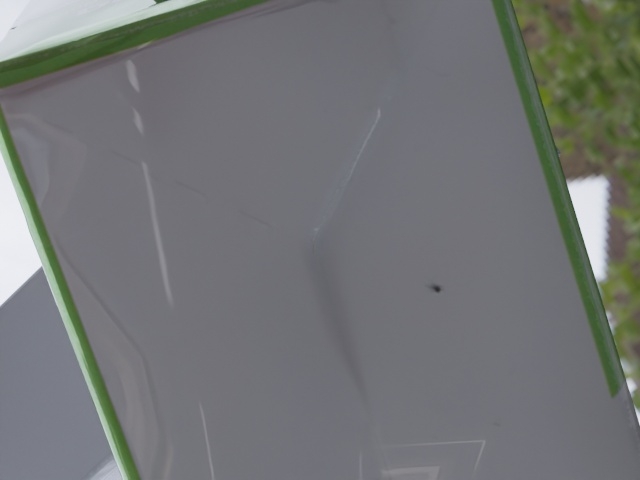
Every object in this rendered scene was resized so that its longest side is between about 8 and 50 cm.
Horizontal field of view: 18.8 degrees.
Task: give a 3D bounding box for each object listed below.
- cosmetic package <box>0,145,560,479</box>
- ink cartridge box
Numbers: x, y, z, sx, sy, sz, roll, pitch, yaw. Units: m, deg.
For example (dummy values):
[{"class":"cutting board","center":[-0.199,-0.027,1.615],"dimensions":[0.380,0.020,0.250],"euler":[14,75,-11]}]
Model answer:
[{"class":"cosmetic package","center":[-0.061,0.043,0.999],"dimensions":[0.097,0.377,0.284],"euler":[49,-168,8]},{"class":"ink cartridge box","center":[0.000,0.000,0.591],"dimensions":[0.353,0.119,0.207],"euler":[-108,-1,-76]}]
